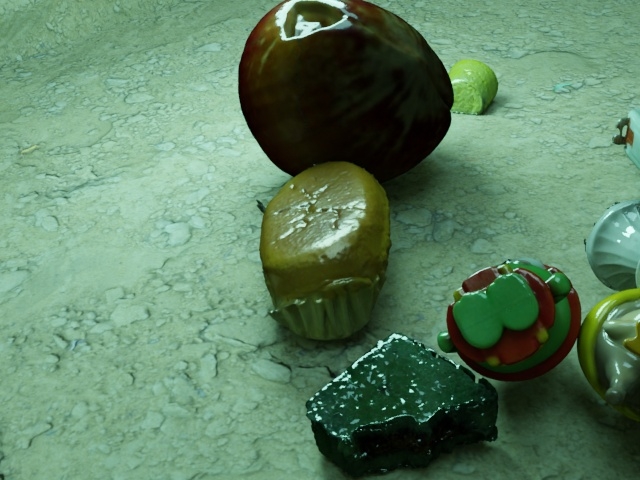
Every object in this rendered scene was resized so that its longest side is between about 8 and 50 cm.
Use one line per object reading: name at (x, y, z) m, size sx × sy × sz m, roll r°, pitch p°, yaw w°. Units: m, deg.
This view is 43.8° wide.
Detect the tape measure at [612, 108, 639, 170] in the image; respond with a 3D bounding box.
tape measure at (0.735, -0.178, 1.558) m, size 0.246 × 0.125 × 0.243 m, roll -5°, pitch 34°, yaw 3°

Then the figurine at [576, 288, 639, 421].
figurine at (0.434, 0.139, 0.982) m, size 0.215 × 0.344 × 0.187 m, roll 22°, pitch 86°, yaw 16°

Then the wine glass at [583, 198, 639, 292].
wine glass at (0.512, 0.031, 1.214) m, size 0.165 × 0.164 × 0.196 m, roll -4°, pitch 14°, yaw 3°

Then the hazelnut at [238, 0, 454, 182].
hazelnut at (0.041, -0.286, 1.588) m, size 0.402 × 0.429 × 0.402 m, roll -30°, pitch 42°, yaw 31°

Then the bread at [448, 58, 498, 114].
bread at (0.359, -0.372, 1.930) m, size 0.129 × 0.111 × 0.114 m, roll 6°, pitch 44°, yaw 26°

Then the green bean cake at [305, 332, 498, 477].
green bean cake at (0.108, 0.242, 1.062) m, size 0.208 × 0.107 × 0.193 m, roll -31°, pitch 44°, yaw -30°

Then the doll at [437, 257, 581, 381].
doll at (0.273, 0.109, 1.115) m, size 0.183 × 0.160 × 0.363 m, roll -36°, pitch -10°, yaw 13°

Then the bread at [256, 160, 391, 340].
bread at (0.013, -0.003, 1.370) m, size 0.236 × 0.183 × 0.388 m, roll -10°, pitch 34°, yaw 0°
